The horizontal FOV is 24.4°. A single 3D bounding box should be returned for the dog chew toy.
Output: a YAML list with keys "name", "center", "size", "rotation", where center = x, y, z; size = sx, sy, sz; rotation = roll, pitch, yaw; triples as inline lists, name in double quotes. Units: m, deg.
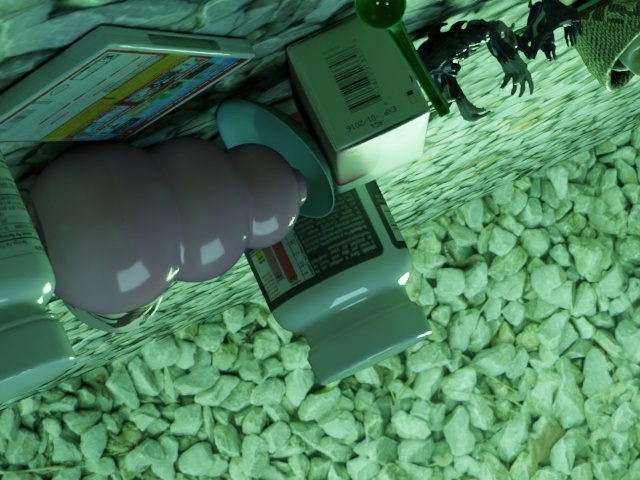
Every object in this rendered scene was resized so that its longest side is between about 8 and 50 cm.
- name: "dog chew toy"
  center: [-0.176, -0.032, 1.770]
  size: [0.332, 0.206, 0.206]
  rotation: [-13, 168, -20]

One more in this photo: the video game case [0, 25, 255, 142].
- name: "video game case"
  center: [-0.218, -0.160, 1.556]
  size: [0.204, 0.025, 0.285]
  rotation: [-29, 171, 25]

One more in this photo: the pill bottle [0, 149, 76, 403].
- name: "pill bottle"
  center: [-0.340, 0.009, 1.347]
  size: [0.160, 0.283, 0.160]
  rotation: [-24, 172, -4]

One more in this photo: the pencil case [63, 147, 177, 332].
- name: "pencil case"
  center: [-0.247, 0.007, 2.058]
  size: [0.184, 0.159, 0.410]
  rotation: [0, 162, -21]

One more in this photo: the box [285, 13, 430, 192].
- name: "box"
  center: [0.046, -0.168, 1.831]
  size: [0.127, 0.148, 0.232]
  rotation: [-25, 170, -3]

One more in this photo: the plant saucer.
- name: "plant saucer"
  center: [-0.047, -0.112, 1.863]
  size: [0.037, 0.195, 0.195]
  rotation: [-45, -179, -24]

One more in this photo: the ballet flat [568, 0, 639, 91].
- name: "ballet flat"
  center: [0.545, -0.348, 2.080]
  size: [0.164, 0.182, 0.483]
  rotation: [-18, 169, -36]

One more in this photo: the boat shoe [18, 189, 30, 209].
- name: "boat shoe"
  center: [-0.365, 0.025, 1.932]
  size: [0.108, 0.102, 0.301]
  rotation: [-32, 168, -10]

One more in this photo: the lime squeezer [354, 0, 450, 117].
- name: "lime squeezer"
  center: [0.044, -0.247, 1.550]
  size: [0.059, 0.110, 0.310]
  rotation: [-11, 148, 29]

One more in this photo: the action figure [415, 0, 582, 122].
- name: "action figure"
  center: [0.222, -0.238, 1.981]
  size: [0.276, 0.141, 0.164]
  rotation: [-23, -177, -24]

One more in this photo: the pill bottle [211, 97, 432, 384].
- name: "pill bottle"
  center: [0.000, 0.000, 2.032]
  size: [0.210, 0.362, 0.210]
  rotation: [-24, 172, -4]

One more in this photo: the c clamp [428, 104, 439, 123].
- name: "c clamp"
  center: [0.154, -0.194, 2.472]
  size: [0.137, 0.022, 0.161]
  rotation: [-22, 172, -22]
